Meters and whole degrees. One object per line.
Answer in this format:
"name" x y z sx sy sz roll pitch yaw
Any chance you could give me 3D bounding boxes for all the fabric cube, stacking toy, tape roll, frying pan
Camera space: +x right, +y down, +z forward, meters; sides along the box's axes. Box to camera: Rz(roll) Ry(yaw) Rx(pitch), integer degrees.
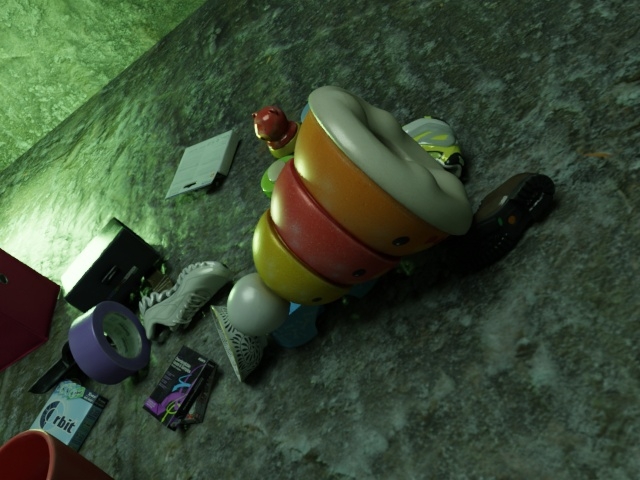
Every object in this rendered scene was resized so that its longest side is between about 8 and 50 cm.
"fabric cube" -1.031 0.221 1.910 0.259 0.258 0.254 -33 38 16
"stacking toy" 0.000 0.000 1.091 0.480 0.351 0.350 -49 35 21
"tape roll" -0.508 0.247 1.461 0.080 0.189 0.189 -32 39 15
"stacking toy" -0.065 -0.269 1.582 0.309 0.130 0.279 -13 47 35
"frying pan" -0.651 0.301 1.578 0.326 0.053 0.197 -40 7 29

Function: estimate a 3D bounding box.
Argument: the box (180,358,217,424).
"box" -0.281 0.330 1.308 0.094 0.027 0.137 -17 46 33

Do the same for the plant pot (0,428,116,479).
"plant pot" -0.512 0.533 1.156 0.275 0.243 0.275 -24 43 25

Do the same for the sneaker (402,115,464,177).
"sneaker" 0.119 -0.110 1.256 0.385 0.145 0.147 -35 38 15

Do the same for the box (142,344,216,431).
"box" -0.304 0.313 1.297 0.116 0.029 0.162 12 63 48

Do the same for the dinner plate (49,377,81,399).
"dinner plate" -0.676 0.431 1.586 0.141 0.017 0.141 -24 42 24

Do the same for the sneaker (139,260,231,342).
"sneaker" -0.325 0.151 1.464 0.292 0.110 0.118 -34 46 26

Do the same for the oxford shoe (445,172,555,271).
"oxford shoe" 0.308 -0.032 1.077 0.227 0.083 0.096 -42 19 2

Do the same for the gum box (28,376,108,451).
"gum box" -0.633 0.448 1.489 0.157 0.041 0.184 9 62 35

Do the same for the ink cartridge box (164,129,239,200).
"ink cartridge box" -0.369 -0.225 1.887 0.223 0.045 0.224 -12 49 35

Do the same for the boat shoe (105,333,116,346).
"boat shoe" -0.560 0.266 1.613 0.125 0.038 0.046 3 58 44

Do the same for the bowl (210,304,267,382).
"bowl" -0.160 0.197 1.240 0.080 0.170 0.170 -22 35 -15

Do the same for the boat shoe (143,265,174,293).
"boat shoe" -0.431 0.121 1.634 0.056 0.048 0.153 -48 44 -14

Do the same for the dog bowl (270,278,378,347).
"dog bowl" -0.010 0.090 1.245 0.297 0.074 0.166 -41 38 6

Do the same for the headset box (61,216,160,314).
"headset box" -0.598 0.080 1.700 0.246 0.131 0.283 -52 25 -8
